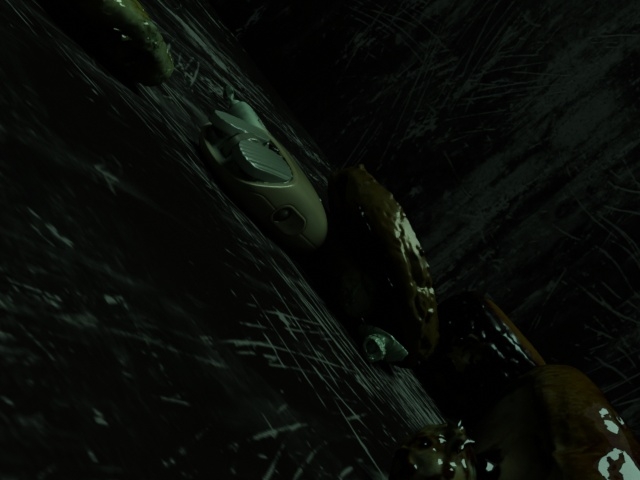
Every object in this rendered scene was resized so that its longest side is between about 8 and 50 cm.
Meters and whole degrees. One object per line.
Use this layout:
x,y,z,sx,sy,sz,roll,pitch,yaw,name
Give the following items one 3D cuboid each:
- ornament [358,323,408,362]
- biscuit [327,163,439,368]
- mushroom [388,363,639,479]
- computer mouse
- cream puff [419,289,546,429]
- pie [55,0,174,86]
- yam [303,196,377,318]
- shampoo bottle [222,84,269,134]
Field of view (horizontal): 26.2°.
0.074,0.134,1.748,0.068,0.041,0.092,32,3,34,ornament
0.088,0.034,1.857,0.296,0.075,0.296,162,-90,-80,biscuit
0.192,0.246,1.289,0.254,0.267,0.267,18,1,8,mushroom
-0.064,-0.073,1.741,0.236,0.082,0.145,47,8,-49,computer mouse
0.252,0.197,2.153,0.239,0.165,0.239,50,5,-7,cream puff
-0.277,-0.312,1.551,0.339,0.077,0.339,50,6,-7,pie
0.000,0.000,1.870,0.071,0.067,0.317,46,6,-37,yam
-0.122,-0.191,2.228,0.077,0.045,0.152,45,8,-49,shampoo bottle
